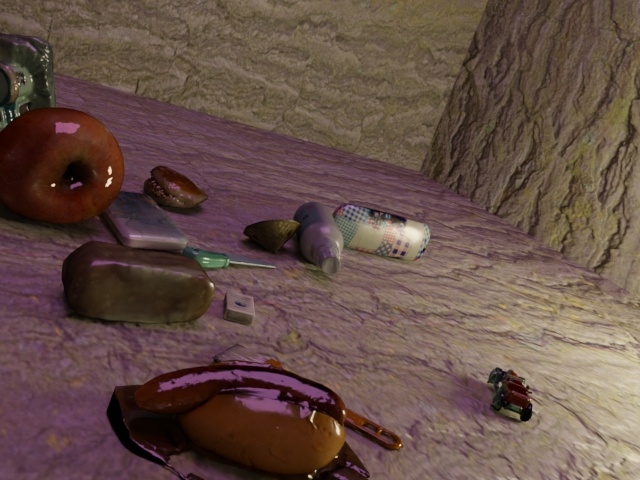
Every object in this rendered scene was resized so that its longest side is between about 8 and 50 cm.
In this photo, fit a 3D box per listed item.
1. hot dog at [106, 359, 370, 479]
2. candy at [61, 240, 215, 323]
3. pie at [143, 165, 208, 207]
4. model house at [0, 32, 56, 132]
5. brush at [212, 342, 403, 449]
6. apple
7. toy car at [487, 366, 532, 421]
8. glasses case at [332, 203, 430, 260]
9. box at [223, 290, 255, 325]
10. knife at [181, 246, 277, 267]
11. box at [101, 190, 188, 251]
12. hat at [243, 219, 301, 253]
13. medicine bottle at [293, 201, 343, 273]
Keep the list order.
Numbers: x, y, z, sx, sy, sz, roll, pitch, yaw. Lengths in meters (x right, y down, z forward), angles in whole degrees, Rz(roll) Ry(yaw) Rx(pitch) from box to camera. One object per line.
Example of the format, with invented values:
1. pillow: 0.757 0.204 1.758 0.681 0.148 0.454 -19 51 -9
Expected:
1. hot dog: -0.085 0.217 0.814 0.326 0.107 0.194 12 18 -26
2. candy: -0.292 0.072 1.057 0.234 0.102 0.104 13 17 -32
3. pie: -0.374 -0.135 1.693 0.163 0.078 0.193 13 17 -35
4. model house: -0.799 -0.335 1.545 0.194 0.267 0.325 9 27 9
5. brush: -0.016 0.239 0.997 0.315 0.017 0.090 25 17 15
6. apple: -0.524 -0.147 1.286 0.254 0.253 0.253 19 16 -6
7. toy car: 0.362 0.284 1.232 0.073 0.054 0.143 22 17 5
8. glasses case: 0.174 -0.021 1.886 0.328 0.125 0.076 12 9 -25
9. box: -0.150 0.124 1.198 0.054 0.024 0.083 18 15 -14
10. knife: -0.197 0.043 1.414 0.063 0.034 0.260 24 9 36
11. box: -0.402 -0.048 1.431 0.142 0.044 0.285 3 22 -35
12. hat: -0.114 0.002 1.591 0.146 0.067 0.146 -7 -16 -2
13. medicine bottle: 0.000 0.000 1.631 0.110 0.110 0.352 16 17 -13
